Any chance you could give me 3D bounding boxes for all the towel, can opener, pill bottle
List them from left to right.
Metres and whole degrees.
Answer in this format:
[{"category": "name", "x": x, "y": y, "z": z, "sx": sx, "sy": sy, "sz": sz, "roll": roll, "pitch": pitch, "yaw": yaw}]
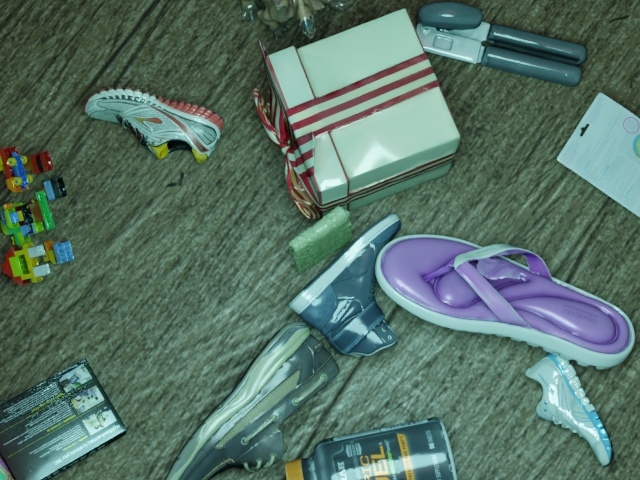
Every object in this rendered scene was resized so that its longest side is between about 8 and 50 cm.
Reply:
[{"category": "towel", "x": 0.000, "y": 0.000, "z": 1.638, "sx": 0.110, "sy": 0.148, "sz": 0.027, "roll": -34, "pitch": 75, "yaw": -5}, {"category": "pill bottle", "x": 0.072, "y": 0.348, "z": 1.577, "sx": 0.246, "sy": 0.130, "sz": 0.130, "roll": -12, "pitch": 79, "yaw": -1}, {"category": "can opener", "x": 0.292, "y": -0.321, "z": 1.722, "sx": 0.283, "sy": 0.095, "sz": 0.076, "roll": 14, "pitch": 80, "yaw": 4}]

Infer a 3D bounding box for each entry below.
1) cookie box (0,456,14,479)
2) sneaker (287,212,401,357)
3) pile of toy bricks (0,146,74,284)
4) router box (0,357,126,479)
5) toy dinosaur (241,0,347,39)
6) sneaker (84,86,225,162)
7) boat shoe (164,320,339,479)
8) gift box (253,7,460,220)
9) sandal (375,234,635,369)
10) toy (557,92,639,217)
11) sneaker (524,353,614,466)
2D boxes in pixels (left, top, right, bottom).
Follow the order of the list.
[{"category": "cookie box", "x": -0.494, "y": 0.364, "z": 1.632, "sx": 0.107, "sy": 0.040, "sz": 0.092, "roll": -41, "pitch": 82, "yaw": -6}, {"category": "sneaker", "x": 0.082, "y": 0.079, "z": 1.656, "sx": 0.163, "sy": 0.086, "sz": 0.226, "roll": 45, "pitch": 76, "yaw": 1}, {"category": "pile of toy bricks", "x": -0.476, "y": -0.040, "z": 1.693, "sx": 0.105, "sy": 0.118, "sz": 0.212, "roll": -12, "pitch": 95, "yaw": 27}, {"category": "router box", "x": -0.406, "y": 0.281, "z": 1.621, "sx": 0.179, "sy": 0.046, "sz": 0.133, "roll": -29, "pitch": 78, "yaw": -20}, {"category": "toy dinosaur", "x": -0.080, "y": -0.424, "z": 1.689, "sx": 0.296, "sy": 0.200, "sz": 0.127, "roll": 36, "pitch": 84, "yaw": 19}, {"category": "sneaker", "x": -0.274, "y": -0.186, "z": 1.713, "sx": 0.225, "sy": 0.088, "sz": 0.092, "roll": 14, "pitch": 81, "yaw": 4}, {"category": "boat shoe", "x": -0.105, "y": 0.287, "z": 1.592, "sx": 0.130, "sy": 0.132, "sz": 0.355, "roll": 39, "pitch": 89, "yaw": 1}, {"category": "gift box", "x": 0.044, "y": -0.193, "z": 1.618, "sx": 0.258, "sy": 0.276, "sz": 0.255, "roll": -22, "pitch": 74, "yaw": -2}, {"category": "sandal", "x": 0.290, "y": 0.067, "z": 1.608, "sx": 0.416, "sy": 0.102, "sz": 0.169, "roll": 17, "pitch": 46, "yaw": -6}, {"category": "toy", "x": 0.502, "y": -0.111, "z": 1.696, "sx": 0.237, "sy": 0.056, "sz": 0.137, "roll": 34, "pitch": 78, "yaw": 2}, {"category": "sneaker", "x": 0.377, "y": 0.265, "z": 1.624, "sx": 0.083, "sy": 0.071, "sz": 0.190, "roll": -29, "pitch": 71, "yaw": 2}]
